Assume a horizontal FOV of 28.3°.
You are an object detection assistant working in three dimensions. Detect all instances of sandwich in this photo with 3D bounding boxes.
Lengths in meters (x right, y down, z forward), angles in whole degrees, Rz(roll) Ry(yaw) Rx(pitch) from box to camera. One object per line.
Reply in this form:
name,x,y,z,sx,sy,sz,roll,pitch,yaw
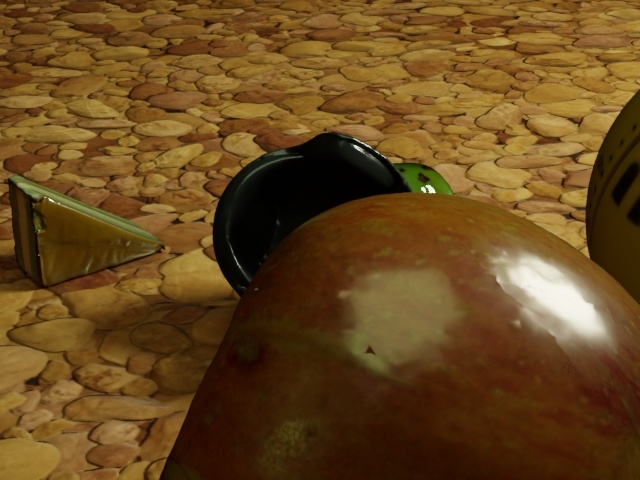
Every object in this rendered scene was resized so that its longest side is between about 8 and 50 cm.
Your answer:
sandwich,-0.266,-0.029,1.455,0.163,0.113,0.079,-17,29,-30

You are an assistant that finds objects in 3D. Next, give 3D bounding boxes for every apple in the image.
apple,0.069,0.142,0.833,0.339,0.339,0.339,-1,25,1

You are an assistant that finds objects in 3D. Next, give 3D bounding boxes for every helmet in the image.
helmet,0.000,0.000,1.280,0.216,0.193,0.189,15,73,14

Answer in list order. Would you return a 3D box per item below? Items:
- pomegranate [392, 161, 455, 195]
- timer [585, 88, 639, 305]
pomegranate,0.073,-0.030,1.427,0.169,0.122,0.143,21,62,35
timer,0.412,0.003,1.095,0.376,0.376,0.387,-2,37,-2
